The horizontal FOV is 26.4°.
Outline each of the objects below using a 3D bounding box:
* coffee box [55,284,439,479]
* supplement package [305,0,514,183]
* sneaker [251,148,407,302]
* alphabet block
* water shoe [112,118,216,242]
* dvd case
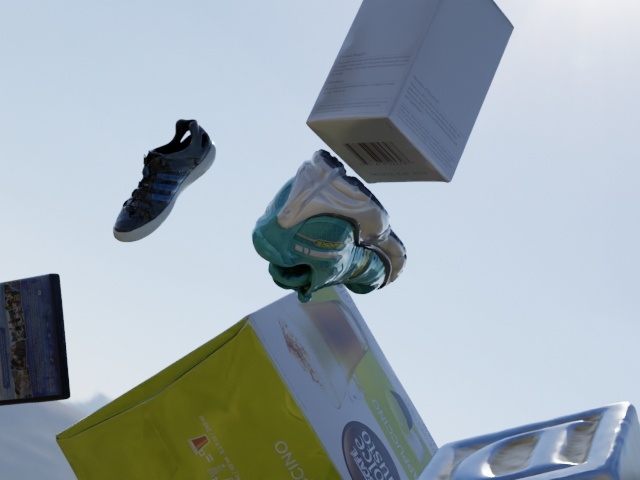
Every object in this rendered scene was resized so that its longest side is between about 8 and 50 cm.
[{"bbox_3d":[-0.079,0.291,1.840,0.337,0.338,0.334,59,21,3],"label":"coffee box"},{"bbox_3d":[0.084,-0.152,1.248,0.105,0.179,0.105,1,-31,45],"label":"supplement package"},{"bbox_3d":[0.000,0.000,1.197,0.107,0.110,0.275,47,-1,18],"label":"sneaker"},{"bbox_3d":[0.197,0.274,1.169,0.193,0.197,0.192,-16,5,22],"label":"alphabet block"},{"bbox_3d":[-0.231,-0.087,1.894,0.073,0.203,0.080,13,-35,42],"label":"water shoe"},{"bbox_3d":[-0.465,0.152,1.994,0.253,0.180,0.022,-10,-5,36],"label":"dvd case"}]
